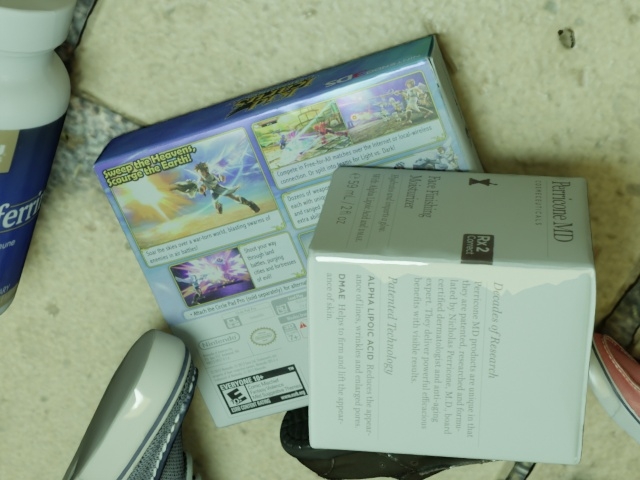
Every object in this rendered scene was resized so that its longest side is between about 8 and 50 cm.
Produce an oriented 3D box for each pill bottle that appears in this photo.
[{"bbox_3d":[-0.269,-0.077,1.090,0.153,0.153,0.264,20,117,-1],"label":"pill bottle"}]

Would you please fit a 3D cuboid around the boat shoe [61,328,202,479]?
[{"bbox_3d":[-0.128,0.212,1.221,0.158,0.127,0.340,24,134,-9],"label":"boat shoe"}]

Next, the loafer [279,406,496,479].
[{"bbox_3d":[0.080,0.152,1.199,0.220,0.080,0.078,-6,138,22],"label":"loafer"}]

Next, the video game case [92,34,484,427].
[{"bbox_3d":[0.000,0.000,1.136,0.270,0.061,0.244,-16,114,16],"label":"video game case"}]

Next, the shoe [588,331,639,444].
[{"bbox_3d":[0.275,0.124,1.150,0.081,0.063,0.178,-35,105,23],"label":"shoe"}]

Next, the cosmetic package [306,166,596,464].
[{"bbox_3d":[0.091,0.048,1.027,0.184,0.151,0.151,2,116,6],"label":"cosmetic package"}]
